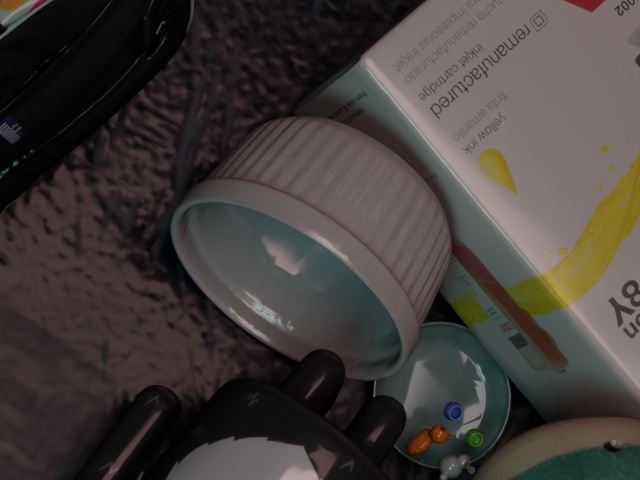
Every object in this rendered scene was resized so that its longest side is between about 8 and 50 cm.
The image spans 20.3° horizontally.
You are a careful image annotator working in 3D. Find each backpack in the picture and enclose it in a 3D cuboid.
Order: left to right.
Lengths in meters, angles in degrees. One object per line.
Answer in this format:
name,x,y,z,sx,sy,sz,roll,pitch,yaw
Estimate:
backpack,-0.222,-0.150,1.269,0.253,0.225,0.191,-36,74,2

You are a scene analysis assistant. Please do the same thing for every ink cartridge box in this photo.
ink cartridge box,0.216,-0.056,1.439,0.279,0.160,0.384,-42,95,-24

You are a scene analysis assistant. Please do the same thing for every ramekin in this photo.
ramekin,0.000,0.000,1.352,0.207,0.207,0.109,39,62,-9

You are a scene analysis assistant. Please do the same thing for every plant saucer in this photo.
plant saucer,0.096,0.126,1.453,0.119,0.021,0.119,3,82,-17

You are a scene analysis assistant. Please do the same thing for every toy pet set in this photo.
toy pet set,0.111,0.212,1.407,0.114,0.065,0.122,-43,112,-10

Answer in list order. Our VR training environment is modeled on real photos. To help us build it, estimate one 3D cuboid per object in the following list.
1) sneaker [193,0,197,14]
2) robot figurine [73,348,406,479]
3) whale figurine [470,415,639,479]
sneaker,-0.118,-0.212,1.403,0.058,0.084,0.152,24,75,-13
robot figurine,-0.052,0.213,1.310,0.278,0.209,0.173,-50,134,-18
whale figurine,0.193,0.254,1.339,0.216,0.272,0.141,-2,44,-13
